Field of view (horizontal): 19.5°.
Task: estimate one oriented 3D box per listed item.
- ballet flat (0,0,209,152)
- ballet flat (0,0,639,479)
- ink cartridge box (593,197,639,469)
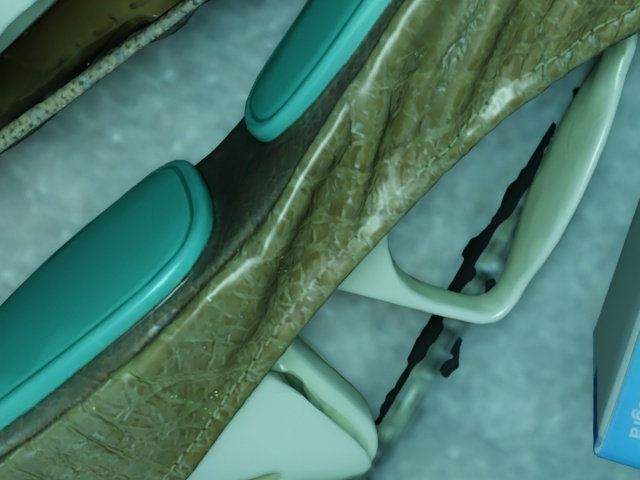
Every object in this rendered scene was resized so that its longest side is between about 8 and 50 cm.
[{"bbox_3d":[-0.051,-0.101,0.528,0.107,0.106,0.316,46,124,-6],"label":"ballet flat"},{"bbox_3d":[0.000,0.000,0.599,0.124,0.116,0.342,39,99,-19],"label":"ballet flat"},{"bbox_3d":[0.188,0.037,0.543,0.203,0.148,0.085,18,102,5],"label":"ink cartridge box"}]
